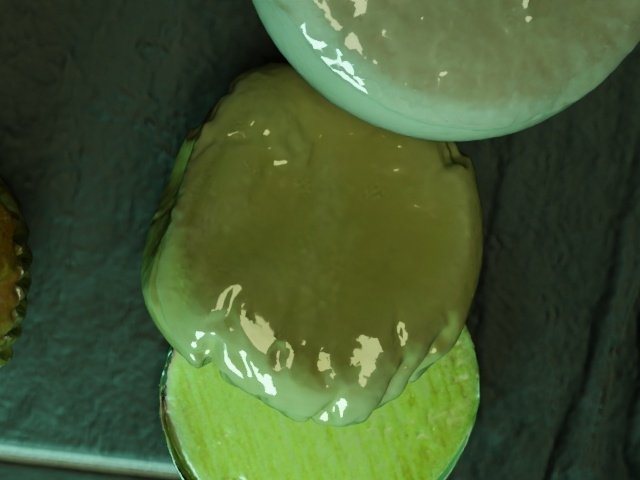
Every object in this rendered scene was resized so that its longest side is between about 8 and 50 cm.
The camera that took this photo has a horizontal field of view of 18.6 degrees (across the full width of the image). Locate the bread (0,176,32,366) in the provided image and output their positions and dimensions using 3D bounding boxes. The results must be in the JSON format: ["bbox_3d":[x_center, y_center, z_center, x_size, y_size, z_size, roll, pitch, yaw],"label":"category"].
[{"bbox_3d":[-0.307,0.030,1.235,0.253,0.142,0.227,-33,101,3],"label":"bread"}]

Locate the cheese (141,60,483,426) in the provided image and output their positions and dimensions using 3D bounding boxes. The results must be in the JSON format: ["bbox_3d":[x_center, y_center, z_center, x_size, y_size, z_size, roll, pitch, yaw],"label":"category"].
[{"bbox_3d":[0.000,0.000,1.258,0.214,0.117,0.226,26,76,-7],"label":"cheese"}]

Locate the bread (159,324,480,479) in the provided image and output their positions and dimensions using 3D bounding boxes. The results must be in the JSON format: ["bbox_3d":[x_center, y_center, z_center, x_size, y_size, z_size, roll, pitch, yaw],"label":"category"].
[{"bbox_3d":[0.000,0.105,1.359,0.228,0.033,0.229,-2,106,-6],"label":"bread"}]

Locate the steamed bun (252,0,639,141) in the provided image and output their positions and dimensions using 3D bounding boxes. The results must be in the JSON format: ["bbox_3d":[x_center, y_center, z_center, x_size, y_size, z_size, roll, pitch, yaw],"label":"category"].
[{"bbox_3d":[0.076,-0.207,1.205,0.283,0.177,0.283,-4,104,-15],"label":"steamed bun"}]
